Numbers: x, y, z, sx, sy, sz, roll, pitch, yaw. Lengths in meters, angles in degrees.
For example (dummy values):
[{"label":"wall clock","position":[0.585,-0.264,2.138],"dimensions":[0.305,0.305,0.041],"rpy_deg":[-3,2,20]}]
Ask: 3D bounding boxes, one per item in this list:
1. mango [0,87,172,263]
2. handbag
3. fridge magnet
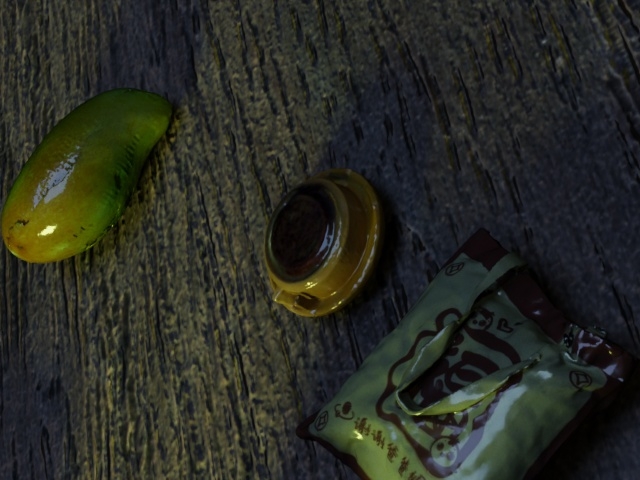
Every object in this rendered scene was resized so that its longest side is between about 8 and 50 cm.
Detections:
[{"label":"mango","position":[-0.246,-0.069,1.758],"dimensions":[0.233,0.111,0.125],"rpy_deg":[-43,60,6]},{"label":"handbag","position":[0.118,0.131,1.329],"dimensions":[0.235,0.127,0.213],"rpy_deg":[-48,48,1]},{"label":"fridge magnet","position":[0.000,0.000,1.530],"dimensions":[0.143,0.063,0.143],"rpy_deg":[-19,63,41]}]
